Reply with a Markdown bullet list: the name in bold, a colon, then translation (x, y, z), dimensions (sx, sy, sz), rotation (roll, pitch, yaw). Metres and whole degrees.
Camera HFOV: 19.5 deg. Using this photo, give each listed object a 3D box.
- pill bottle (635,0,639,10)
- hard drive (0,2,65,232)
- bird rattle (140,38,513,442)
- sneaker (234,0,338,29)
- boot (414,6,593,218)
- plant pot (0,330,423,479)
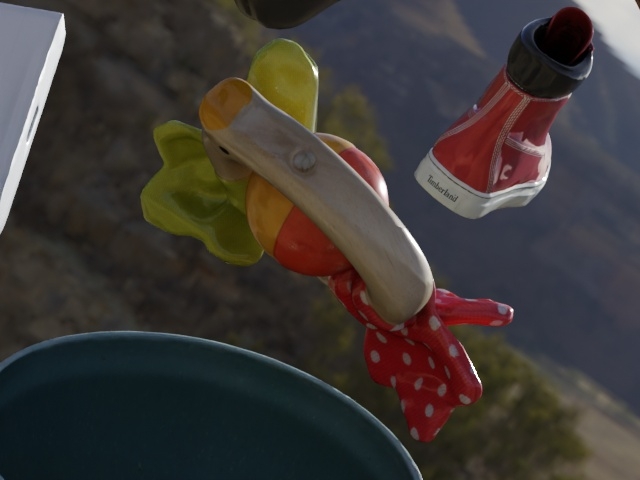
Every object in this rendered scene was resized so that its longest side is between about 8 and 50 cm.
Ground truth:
- **pill bottle**: translation (0.268, -0.218, 1.410), dimensions (0.152, 0.086, 0.086), rotation (63, 5, -3)
- **hard drive**: translation (-0.378, -0.121, 1.480), dimensions (0.307, 0.203, 0.040), rotation (10, -32, 4)
- **bird rattle**: translation (0.000, 0.000, 1.084), dimensions (0.253, 0.143, 0.207), rotation (50, -5, 17)
- **sneaker**: translation (0.099, -0.214, 1.004), dimensions (0.146, 0.330, 0.122), rotation (48, 0, 24)
- **boot**: translation (0.179, -0.117, 1.533), dimensions (0.088, 0.176, 0.244), rotation (38, 19, 8)
- **plant pot**: translation (-0.099, 0.215, 1.204), dimensions (0.293, 0.196, 0.293), rotation (14, 23, -6)
